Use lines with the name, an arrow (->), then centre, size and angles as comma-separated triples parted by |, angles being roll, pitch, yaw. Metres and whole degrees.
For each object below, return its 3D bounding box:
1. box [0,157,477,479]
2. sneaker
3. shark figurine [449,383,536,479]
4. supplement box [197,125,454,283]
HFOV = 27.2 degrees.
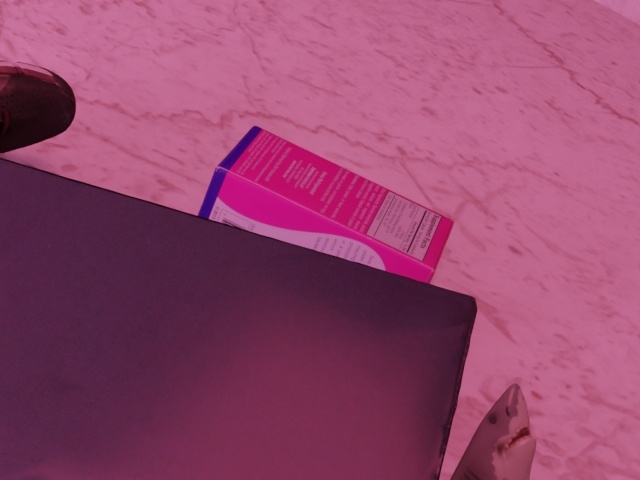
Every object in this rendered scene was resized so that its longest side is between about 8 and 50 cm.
box -> -0.128, 0.138, 0.695 | 0.343, 0.312, 0.179 | 16, 49, 4
sneaker -> -0.337, -0.069, 1.165 | 0.281, 0.106, 0.162 | -7, 49, -27
shark figurine -> 0.065, 0.243, 0.977 | 0.116, 0.166, 0.278 | 14, 41, 35
supplement box -> 0.000, 0.000, 1.254 | 0.220, 0.111, 0.114 | 27, 31, 4
